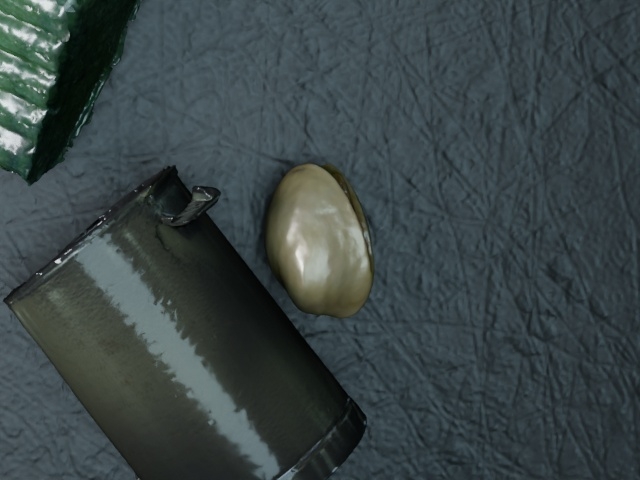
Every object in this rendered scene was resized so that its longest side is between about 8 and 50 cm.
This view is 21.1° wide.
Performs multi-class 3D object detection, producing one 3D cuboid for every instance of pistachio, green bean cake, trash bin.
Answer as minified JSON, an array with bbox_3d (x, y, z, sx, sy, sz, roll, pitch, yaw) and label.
[{"bbox_3d":[0.000,0.000,1.629,0.113,0.113,0.149,-8,97,-8],"label":"pistachio"},{"bbox_3d":[-0.244,-0.174,1.568,0.107,0.193,0.208,22,116,8],"label":"green bean cake"},{"bbox_3d":[-0.127,0.109,1.574,0.252,0.203,0.301,-32,100,29],"label":"trash bin"}]
